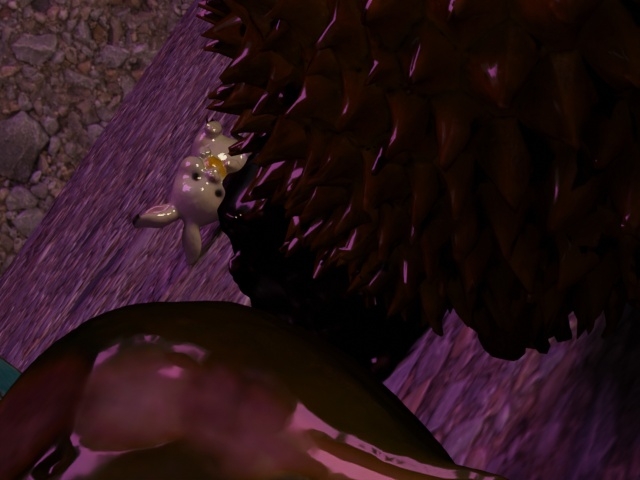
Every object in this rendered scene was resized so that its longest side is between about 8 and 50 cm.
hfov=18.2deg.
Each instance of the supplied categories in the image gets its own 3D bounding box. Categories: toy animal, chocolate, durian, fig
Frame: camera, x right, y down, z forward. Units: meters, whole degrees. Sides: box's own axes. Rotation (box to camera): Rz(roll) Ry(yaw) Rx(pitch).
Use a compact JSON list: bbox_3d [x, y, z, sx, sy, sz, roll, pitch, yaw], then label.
[{"bbox_3d":[-0.107,-0.051,1.830,0.085,0.071,0.124,-41,16,39],"label":"toy animal"},{"bbox_3d":[0.000,0.000,1.153,0.156,0.133,0.156,-46,14,14],"label":"chocolate"},{"bbox_3d":[0.111,-0.140,0.771,0.347,0.347,0.384,-148,69,-78],"label":"durian"},{"bbox_3d":[-0.006,0.121,0.766,0.275,0.206,0.206,-2,47,47],"label":"fig"}]

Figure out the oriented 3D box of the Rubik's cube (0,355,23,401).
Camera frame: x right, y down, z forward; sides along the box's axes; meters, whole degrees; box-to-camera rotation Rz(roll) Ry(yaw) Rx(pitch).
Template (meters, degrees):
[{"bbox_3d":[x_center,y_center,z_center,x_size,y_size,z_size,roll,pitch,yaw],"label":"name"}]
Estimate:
[{"bbox_3d":[-0.206,0.209,1.001,0.255,0.259,0.260,-49,13,4],"label":"Rubik's cube"}]
